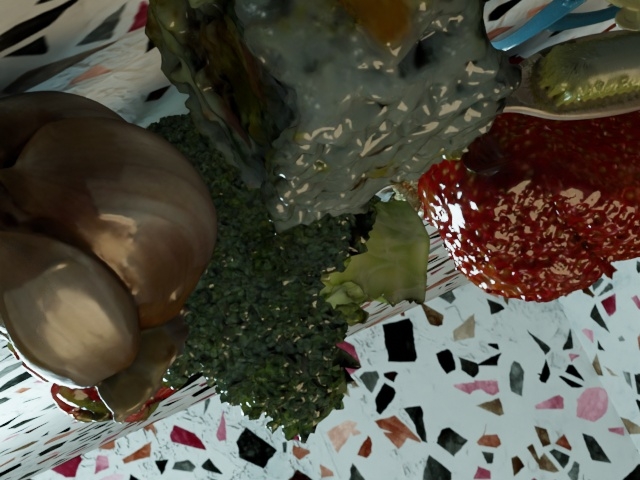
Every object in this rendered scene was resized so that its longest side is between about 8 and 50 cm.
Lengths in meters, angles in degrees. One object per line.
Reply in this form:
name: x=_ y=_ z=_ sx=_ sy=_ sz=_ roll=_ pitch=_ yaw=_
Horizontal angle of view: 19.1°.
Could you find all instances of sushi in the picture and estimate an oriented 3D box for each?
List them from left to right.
sushi: x=0.000 y=-0.116 z=0.948 sx=0.139 sy=0.184 sz=0.274 roll=-27 pitch=171 yaw=-14

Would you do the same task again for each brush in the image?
brush: x=0.174 y=-0.131 z=1.551 sx=0.313 sy=0.072 sz=0.067 roll=-12 pitch=164 yaw=-22

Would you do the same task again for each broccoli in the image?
broccoli: x=-0.013 y=-0.019 z=1.439 sx=0.221 sy=0.252 sz=0.361 roll=-26 pitch=-173 yaw=20

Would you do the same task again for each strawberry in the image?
strawberry: x=0.199 y=-0.067 z=1.789 sx=0.250 sy=0.238 sz=0.288 roll=-36 pitch=161 yaw=24

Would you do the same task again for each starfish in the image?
starfish: x=0.094 y=-0.037 z=2.273 sx=0.231 sy=0.048 sz=0.295 roll=-30 pitch=171 yaw=19

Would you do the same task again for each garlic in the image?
garlic: x=-0.169 y=-0.014 z=1.169 sx=0.160 sy=0.214 sz=0.191 roll=-41 pitch=132 yaw=-16

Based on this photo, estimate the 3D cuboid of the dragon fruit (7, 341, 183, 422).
dragon fruit: x=-0.192 y=0.084 z=1.753 sx=0.160 sy=0.166 sz=0.172 roll=11 pitch=-159 yaw=22

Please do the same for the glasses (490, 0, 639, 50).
glasses: x=0.222 y=-0.217 z=1.588 sx=0.189 sy=0.088 sz=0.220 roll=-22 pitch=-170 yaw=-41
